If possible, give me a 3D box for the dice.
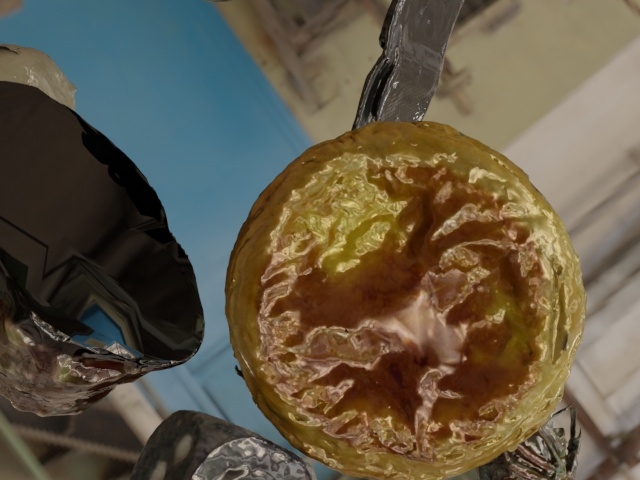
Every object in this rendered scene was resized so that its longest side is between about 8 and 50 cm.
[{"bbox_3d":[-0.125,0.319,1.803,0.183,0.181,0.182,-2,-121,61],"label":"dice"}]

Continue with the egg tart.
[{"bbox_3d":[0.103,0.076,1.804,0.443,0.443,0.178,-36,-177,8],"label":"egg tart"}]

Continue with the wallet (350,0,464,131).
[{"bbox_3d":[0.130,-0.257,2.201,0.247,0.041,0.323,11,96,-67],"label":"wallet"}]

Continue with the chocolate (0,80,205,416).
[{"bbox_3d":[-0.290,0.030,1.509,0.225,0.340,0.210,-29,171,-45],"label":"chocolate"}]

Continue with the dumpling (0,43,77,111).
[{"bbox_3d":[-0.427,-0.162,2.058,0.163,0.204,0.293,-10,169,11],"label":"dumpling"}]

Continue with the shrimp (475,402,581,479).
[{"bbox_3d":[0.265,0.256,1.915,0.137,0.372,0.172,1,180,5],"label":"shrimp"}]
